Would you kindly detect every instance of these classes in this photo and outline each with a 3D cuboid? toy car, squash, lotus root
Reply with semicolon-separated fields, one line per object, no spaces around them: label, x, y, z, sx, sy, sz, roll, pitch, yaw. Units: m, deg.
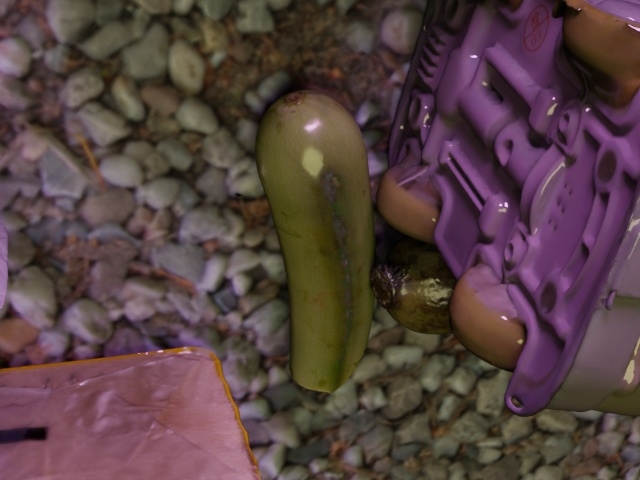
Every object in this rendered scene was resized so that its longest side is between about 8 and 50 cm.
toy car;0.190;-0.059;0.766;0.226;0.336;0.242;6;116;-21
squash;0.000;0.000;0.901;0.083;0.083;0.250;-12;124;-9
lotus root;0.113;0.031;0.930;0.179;0.080;0.089;1;111;-40

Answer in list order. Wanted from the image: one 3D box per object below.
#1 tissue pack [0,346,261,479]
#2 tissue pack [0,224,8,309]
tissue pack;-0.203;0.302;0.923;0.293;0.228;0.382;-5;121;-15
tissue pack;-0.254;0.009;0.812;0.079;0.111;0.085;19;113;-25
